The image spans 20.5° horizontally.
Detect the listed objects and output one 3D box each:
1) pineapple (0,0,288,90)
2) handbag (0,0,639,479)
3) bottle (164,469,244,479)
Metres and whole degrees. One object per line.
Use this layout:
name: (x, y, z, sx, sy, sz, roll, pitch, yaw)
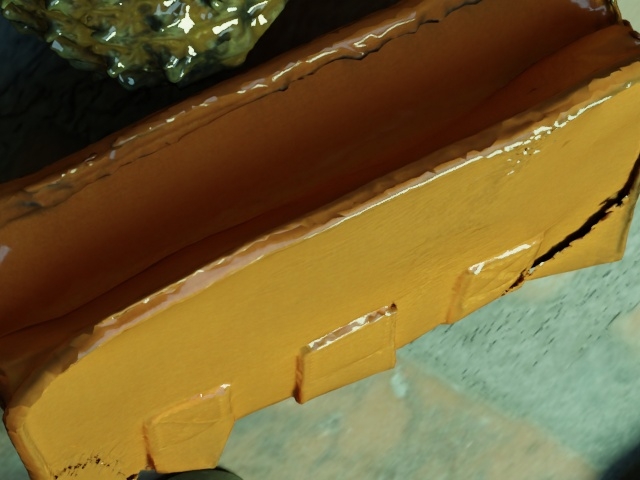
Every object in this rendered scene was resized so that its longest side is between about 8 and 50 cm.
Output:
pineapple: (-0.157, -0.209, 0.814, 0.165, 0.165, 0.364, -46, 130, 6)
handbag: (0.000, 0.000, 1.008, 0.410, 0.116, 0.303, -26, 159, -11)
bottle: (-0.046, 0.254, 1.133, 0.110, 0.233, 0.110, -14, 125, -20)
